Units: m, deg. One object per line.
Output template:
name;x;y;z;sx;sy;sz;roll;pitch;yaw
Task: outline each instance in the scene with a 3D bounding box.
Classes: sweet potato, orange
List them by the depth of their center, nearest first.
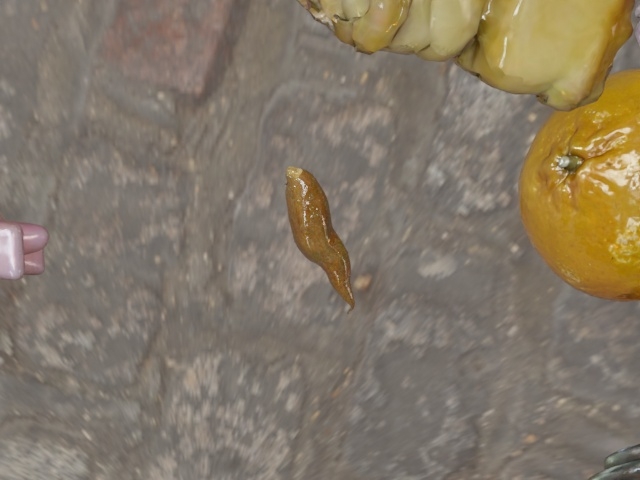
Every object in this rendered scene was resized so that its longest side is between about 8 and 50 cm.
orange;0.287;-0.054;1.578;0.193;0.219;0.219;44;77;-35
sweet potato;0.000;0.000;1.975;0.056;0.056;0.195;-28;109;-9

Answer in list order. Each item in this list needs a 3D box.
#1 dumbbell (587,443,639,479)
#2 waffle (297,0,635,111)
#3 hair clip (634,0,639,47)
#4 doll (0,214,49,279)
dumbbell;0.390;0.315;1.788;0.192;0.192;0.289;-10;73;-6
waffle;0.051;-0.219;0.512;0.091;0.213;0.308;11;108;-29
hair clip;0.320;-0.061;1.215;0.069;0.173;0.300;-23;92;34
doll;-0.260;0.007;0.947;0.211;0.262;0.093;-6;89;2
